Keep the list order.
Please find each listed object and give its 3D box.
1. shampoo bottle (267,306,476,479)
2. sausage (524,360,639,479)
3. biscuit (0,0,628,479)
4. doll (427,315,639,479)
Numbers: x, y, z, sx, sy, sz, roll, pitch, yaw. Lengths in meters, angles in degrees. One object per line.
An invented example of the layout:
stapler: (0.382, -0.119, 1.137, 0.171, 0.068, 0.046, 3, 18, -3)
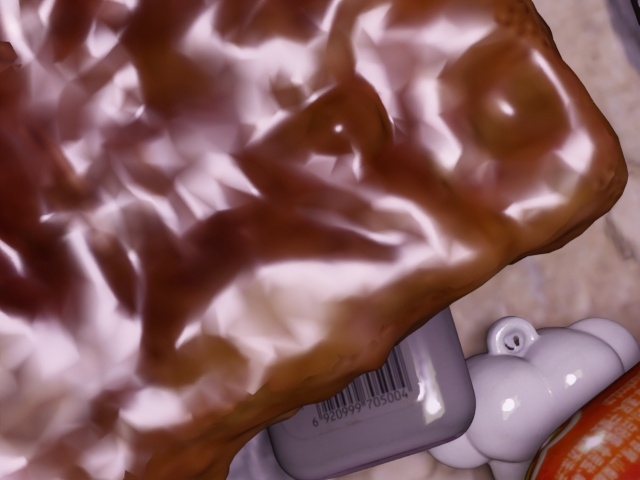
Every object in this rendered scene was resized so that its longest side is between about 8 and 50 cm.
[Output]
shampoo bottle: (0.000, 0.000, 0.685, 0.080, 0.040, 0.165, -21, 78, 26)
sausage: (0.162, 0.047, 0.662, 0.264, 0.083, 0.083, -33, 95, -24)
biscuit: (-0.150, -0.050, 0.586, 0.395, 0.166, 0.343, -31, 91, -3)
doll: (0.096, 0.104, 0.703, 0.106, 0.062, 0.162, -22, 92, -14)
